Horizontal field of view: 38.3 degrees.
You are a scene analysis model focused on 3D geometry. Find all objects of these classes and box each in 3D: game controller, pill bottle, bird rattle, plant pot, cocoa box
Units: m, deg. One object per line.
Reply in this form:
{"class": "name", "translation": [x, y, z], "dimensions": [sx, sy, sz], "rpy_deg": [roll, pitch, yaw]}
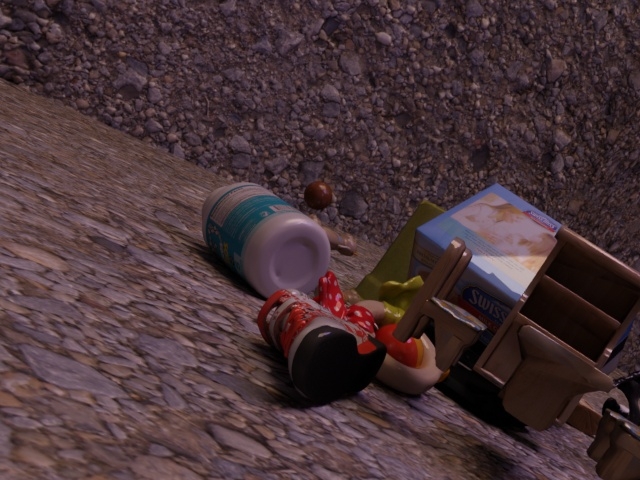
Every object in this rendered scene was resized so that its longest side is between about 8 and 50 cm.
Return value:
{"class": "game controller", "translation": [0.216, 0.216, 1.533], "dimensions": [0.166, 0.067, 0.319], "rpy_deg": [3, 20, -41]}
{"class": "pill bottle", "translation": [-0.105, -0.009, 1.542], "dimensions": [0.146, 0.146, 0.264], "rpy_deg": [23, 7, -36]}
{"class": "bird rattle", "translation": [0.091, 0.132, 1.336], "dimensions": [0.207, 0.143, 0.253], "rpy_deg": [49, 18, 27]}
{"class": "plant pot", "translation": [0.237, 0.063, 1.945], "dimensions": [0.276, 0.254, 0.276], "rpy_deg": [27, 6, -3]}
{"class": "cocoa box", "translation": [0.350, 0.103, 1.635], "dimensions": [0.231, 0.228, 0.347], "rpy_deg": [-29, 51, -32]}

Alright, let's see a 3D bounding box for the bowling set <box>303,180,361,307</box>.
{"class": "bowling set", "translation": [0.000, 0.000, 1.759], "dimensions": [0.287, 0.200, 0.154], "rpy_deg": [35, 8, 32]}

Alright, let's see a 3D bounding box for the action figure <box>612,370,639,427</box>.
{"class": "action figure", "translation": [0.525, 0.336, 1.413], "dimensions": [0.164, 0.141, 0.276], "rpy_deg": [116, -48, -70]}

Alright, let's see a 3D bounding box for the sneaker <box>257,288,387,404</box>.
{"class": "sneaker", "translation": [-0.024, 0.117, 1.081], "dimensions": [0.145, 0.090, 0.270], "rpy_deg": [28, 2, 20]}

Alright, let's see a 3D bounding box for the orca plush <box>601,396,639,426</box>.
{"class": "orca plush", "translation": [0.698, 0.402, 1.838], "dimensions": [0.287, 0.151, 0.102], "rpy_deg": [31, 37, 11]}

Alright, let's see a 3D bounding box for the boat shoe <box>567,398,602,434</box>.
{"class": "boat shoe", "translation": [0.465, 0.312, 1.773], "dimensions": [0.170, 0.063, 0.059], "rpy_deg": [38, 5, 13]}

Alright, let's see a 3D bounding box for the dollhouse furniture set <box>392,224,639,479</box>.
{"class": "dollhouse furniture set", "translation": [0.334, 0.119, 1.229], "dimensions": [0.362, 0.256, 0.394], "rpy_deg": [33, 2, 12]}
